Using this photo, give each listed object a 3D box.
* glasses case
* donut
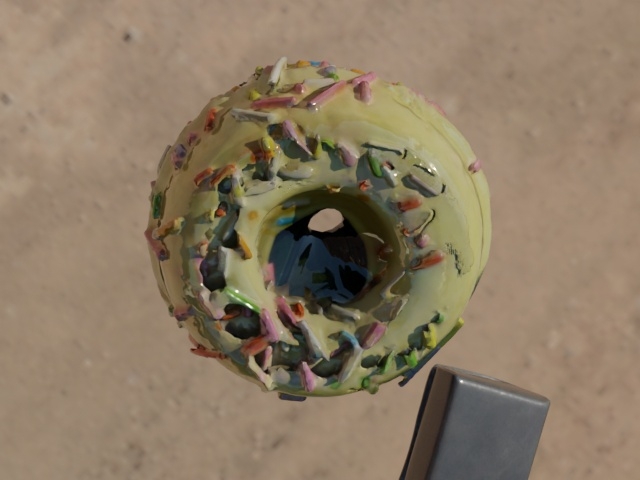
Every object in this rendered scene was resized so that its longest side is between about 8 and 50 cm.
[{"bbox_3d":[0.063,0.163,1.052,0.072,0.042,0.190,12,96,-40],"label":"glasses case"},{"bbox_3d":[0.000,0.000,0.946,0.175,0.068,0.174,-2,110,-4],"label":"donut"}]
